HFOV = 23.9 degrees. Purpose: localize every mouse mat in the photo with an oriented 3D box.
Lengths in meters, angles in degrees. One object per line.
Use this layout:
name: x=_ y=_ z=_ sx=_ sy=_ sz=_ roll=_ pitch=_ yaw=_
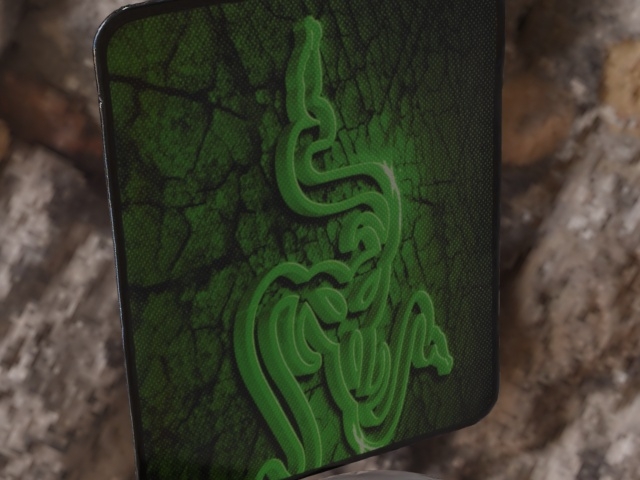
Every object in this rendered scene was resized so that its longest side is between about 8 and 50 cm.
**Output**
mouse mat: x=0.000 y=0.000 z=0.529 sx=0.007 sy=0.153 sz=0.189 roll=37 pitch=135 yaw=54

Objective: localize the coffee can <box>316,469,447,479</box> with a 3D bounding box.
coffee can: x=0.005 y=0.231 z=0.606 sx=0.201 sy=0.202 sz=0.275 roll=-57 pitch=-6 yaw=16
